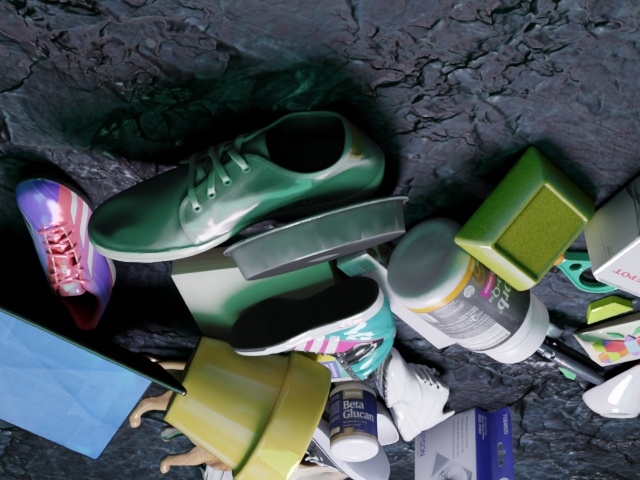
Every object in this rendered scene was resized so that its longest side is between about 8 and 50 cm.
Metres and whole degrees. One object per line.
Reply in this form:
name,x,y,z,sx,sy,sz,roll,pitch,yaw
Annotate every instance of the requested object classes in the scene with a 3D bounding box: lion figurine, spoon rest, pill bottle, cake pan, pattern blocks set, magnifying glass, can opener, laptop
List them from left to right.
laptop,-0.485,0.252,1.863,0.381,0.236,0.408,27,174,-17
lion figurine,-0.235,0.342,2.122,0.240,0.142,0.392,-12,138,10
cake pan,0.000,0.000,1.610,0.293,0.054,0.293,-17,176,-1
pill bottle,0.064,0.336,2.084,0.094,0.169,0.094,-1,143,0
pill bottle,0.251,0.091,1.771,0.162,0.162,0.278,-28,135,32
can opener,0.444,0.207,1.958,0.186,0.059,0.073,37,135,-2
magnifying glass,0.426,0.039,1.813,0.230,0.026,0.092,20,138,-23
pattern blocks set,0.584,0.186,2.004,0.324,0.026,0.285,-27,135,32
spoon rest,0.616,0.295,2.090,0.137,0.084,0.276,7,163,-12

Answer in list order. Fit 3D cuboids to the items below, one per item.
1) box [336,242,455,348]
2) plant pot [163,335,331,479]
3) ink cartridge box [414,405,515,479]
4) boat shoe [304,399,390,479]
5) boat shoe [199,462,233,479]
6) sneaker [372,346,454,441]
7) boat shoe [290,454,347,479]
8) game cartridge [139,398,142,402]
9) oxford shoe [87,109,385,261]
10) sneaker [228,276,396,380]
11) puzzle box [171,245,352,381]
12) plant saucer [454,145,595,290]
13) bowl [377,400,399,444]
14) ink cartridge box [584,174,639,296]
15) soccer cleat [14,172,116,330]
box,0.145,0.085,1.843,0.067,0.063,0.324,-24,137,30
plant pot,-0.140,0.294,1.903,0.238,0.254,0.254,25,138,-7
ink cartridge box,0.292,0.459,2.200,0.224,0.223,0.045,-28,129,31
boat shoe,-0.001,0.395,2.139,0.306,0.113,0.105,36,133,-6
boat shoe,-0.226,0.503,2.374,0.088,0.096,0.267,31,147,6
sneaker,0.179,0.282,2.090,0.129,0.111,0.297,-23,143,4
boat shoe,-0.021,0.483,2.260,0.098,0.109,0.302,-55,151,11
game cartridge,-0.410,0.327,2.202,0.083,0.017,0.056,26,139,-29
oxford shoe,-0.132,-0.087,1.540,0.449,0.169,0.130,-15,144,7
sneaker,0.005,0.169,1.828,0.295,0.124,0.178,-16,134,25
puzzle box,-0.080,0.144,1.930,0.272,0.052,0.409,-7,142,9
plant saucer,0.328,-0.021,1.642,0.188,0.045,0.188,34,99,-36
bowl,0.087,0.383,2.241,0.141,0.053,0.142,-11,140,15
ink cartridge box,0.576,-0.031,1.644,0.207,0.117,0.283,20,138,-24
soccer cleat,-0.407,0.020,1.715,0.108,0.117,0.318,-4,143,6
